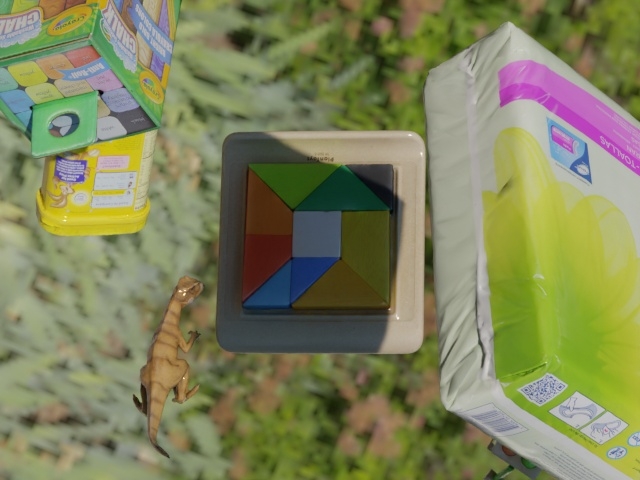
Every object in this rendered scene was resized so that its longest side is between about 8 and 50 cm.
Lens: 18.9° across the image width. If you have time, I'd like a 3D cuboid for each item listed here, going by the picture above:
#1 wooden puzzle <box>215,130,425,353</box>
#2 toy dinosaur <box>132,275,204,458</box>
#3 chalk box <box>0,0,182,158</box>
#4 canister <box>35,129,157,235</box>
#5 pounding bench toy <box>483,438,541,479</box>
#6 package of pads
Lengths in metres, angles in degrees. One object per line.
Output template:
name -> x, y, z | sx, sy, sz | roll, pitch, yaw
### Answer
wooden puzzle -> 0.000, 0.000, 2.044 | 0.044, 0.221, 0.238 | 60, 31, -78
toy dinosaur -> -0.152, 0.133, 1.817 | 0.112, 0.064, 0.211 | 90, 6, -57
chalk box -> -0.219, -0.170, 1.717 | 0.132, 0.132, 0.213 | 55, 32, -46
canister -> -0.242, -0.094, 2.116 | 0.073, 0.126, 0.170 | -115, -150, -47
pounding bench toy -> 0.194, 0.213, 1.905 | 0.083, 0.052, 0.065 | -57, 178, 0
package of pads -> 0.179, 0.029, 1.309 | 0.229, 0.101, 0.296 | 33, 41, -35
